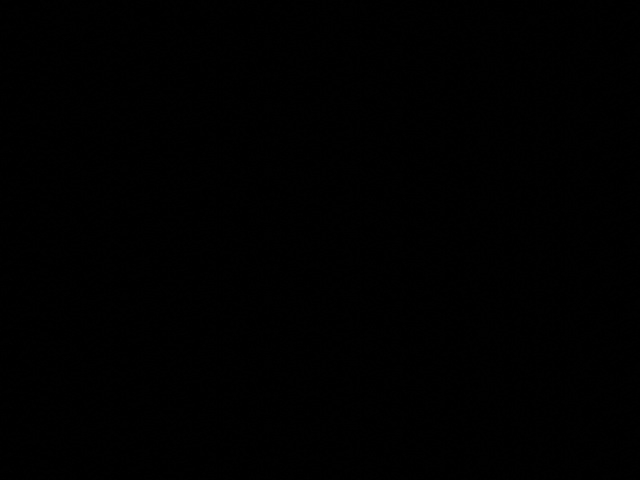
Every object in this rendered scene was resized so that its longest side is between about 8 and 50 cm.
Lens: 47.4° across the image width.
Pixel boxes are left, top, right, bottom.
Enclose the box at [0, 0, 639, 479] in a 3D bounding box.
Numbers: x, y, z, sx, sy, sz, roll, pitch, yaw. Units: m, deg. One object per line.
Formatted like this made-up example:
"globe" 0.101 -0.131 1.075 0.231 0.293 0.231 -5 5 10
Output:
"box" 0.000 0.000 0.208 0.479 0.298 0.472 -13 -160 14
